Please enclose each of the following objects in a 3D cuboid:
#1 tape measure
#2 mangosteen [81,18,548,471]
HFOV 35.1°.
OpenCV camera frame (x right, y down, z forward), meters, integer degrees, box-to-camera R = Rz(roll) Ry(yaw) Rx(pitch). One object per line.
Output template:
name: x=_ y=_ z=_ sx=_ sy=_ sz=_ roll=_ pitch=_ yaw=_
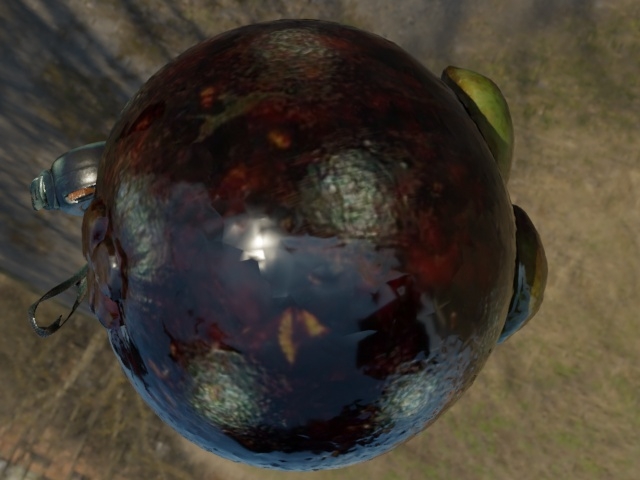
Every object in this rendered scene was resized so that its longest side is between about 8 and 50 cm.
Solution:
tape measure: x=-0.195 y=-0.001 z=0.907 sx=0.104 sy=0.180 sz=0.107 roll=17 pitch=153 yaw=-41
mangosteen: x=0.000 y=0.000 z=0.618 sx=0.288 sy=0.288 sz=0.288 roll=23 pitch=166 yaw=6
